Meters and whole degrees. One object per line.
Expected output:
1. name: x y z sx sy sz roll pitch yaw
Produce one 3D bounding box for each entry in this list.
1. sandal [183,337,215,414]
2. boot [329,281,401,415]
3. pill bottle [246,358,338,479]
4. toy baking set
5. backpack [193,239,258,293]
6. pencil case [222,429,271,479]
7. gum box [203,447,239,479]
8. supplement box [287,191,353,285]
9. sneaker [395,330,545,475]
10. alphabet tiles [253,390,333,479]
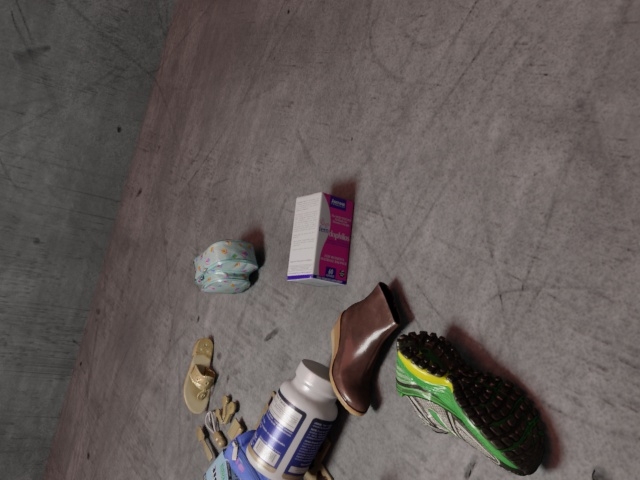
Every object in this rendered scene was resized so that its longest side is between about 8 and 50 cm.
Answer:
1. sandal: -0.369 0.418 2.052 0.079 0.088 0.240 -29 52 53
2. boot: 0.104 0.240 1.460 0.207 0.090 0.248 -48 41 37
3. pill bottle: -0.052 0.424 1.549 0.153 0.153 0.265 35 97 53
4. toy baking set: -0.296 0.580 1.954 0.256 0.030 0.197 -45 43 36
5. backpack: -0.280 0.080 1.974 0.188 0.166 0.144 -45 48 41
6. pencil case: -0.138 0.600 1.622 0.119 0.133 0.306 -46 40 0
7. gum box: -0.268 0.683 1.795 0.184 0.041 0.157 -56 37 39
8. supplement box: 0.000 0.000 1.666 0.114 0.111 0.220 -10 72 52
9. sneaker: 0.269 0.311 1.213 0.343 0.134 0.146 40 136 48
10. alphabet tiles: -0.085 0.560 1.684 0.342 0.011 0.285 43 113 51
